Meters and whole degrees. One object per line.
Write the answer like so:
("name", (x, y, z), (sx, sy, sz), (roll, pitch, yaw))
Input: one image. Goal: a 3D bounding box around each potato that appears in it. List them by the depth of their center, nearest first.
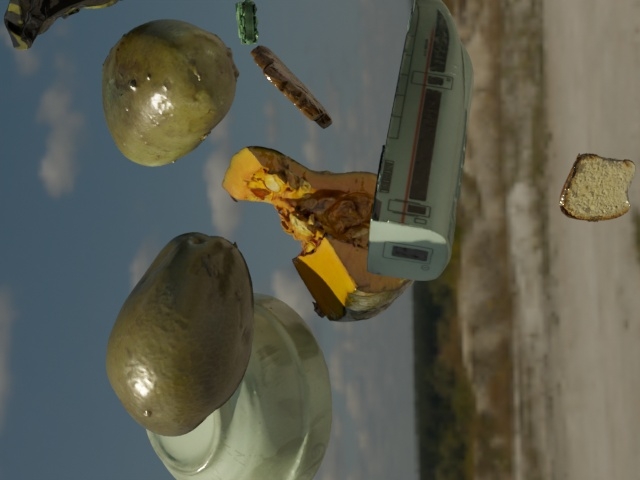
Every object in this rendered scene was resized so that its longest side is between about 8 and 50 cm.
("potato", (-0.149, 0.101, 1.457), (0.178, 0.160, 0.235), (43, 117, 55))
("potato", (-0.233, -0.233, 2.063), (0.307, 0.173, 0.210), (-23, 77, 59))

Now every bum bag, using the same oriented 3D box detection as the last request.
("bum bag", (-0.391, -0.383, 2.115), (0.060, 0.232, 0.106), (47, 156, 28))

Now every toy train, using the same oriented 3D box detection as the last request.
("toy train", (0.119, -0.134, 1.469), (0.086, 0.088, 0.407), (91, -172, -47))
("toy train", (-0.133, -0.395, 2.435), (0.053, 0.033, 0.083), (-171, 76, -73))

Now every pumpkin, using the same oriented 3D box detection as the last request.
("pumpkin", (0.000, 0.001, 1.822), (0.139, 0.280, 0.190), (140, 139, -61))

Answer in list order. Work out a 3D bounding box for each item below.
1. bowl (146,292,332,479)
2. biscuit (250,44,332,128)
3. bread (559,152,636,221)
("bowl", (-0.137, 0.231, 1.898), (0.163, 0.307, 0.307), (-5, -85, -46))
("biscuit", (-0.037, -0.174, 1.453), (0.119, 0.019, 0.130), (37, -169, -50))
("bread", (0.481, -0.096, 2.335), (0.044, 0.129, 0.126), (-100, 18, -60))
